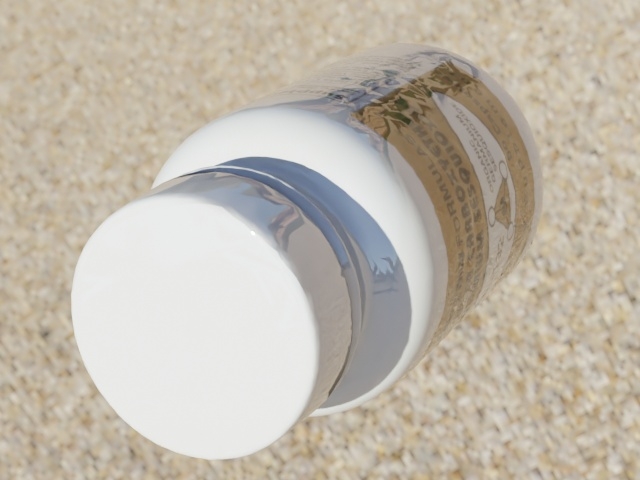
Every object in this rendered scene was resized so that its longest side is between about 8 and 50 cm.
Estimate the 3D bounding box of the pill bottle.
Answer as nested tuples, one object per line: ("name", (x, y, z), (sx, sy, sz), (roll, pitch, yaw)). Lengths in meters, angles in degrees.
("pill bottle", (0.000, 0.000, 0.694), (0.131, 0.131, 0.229), (-11, 11, 28))
